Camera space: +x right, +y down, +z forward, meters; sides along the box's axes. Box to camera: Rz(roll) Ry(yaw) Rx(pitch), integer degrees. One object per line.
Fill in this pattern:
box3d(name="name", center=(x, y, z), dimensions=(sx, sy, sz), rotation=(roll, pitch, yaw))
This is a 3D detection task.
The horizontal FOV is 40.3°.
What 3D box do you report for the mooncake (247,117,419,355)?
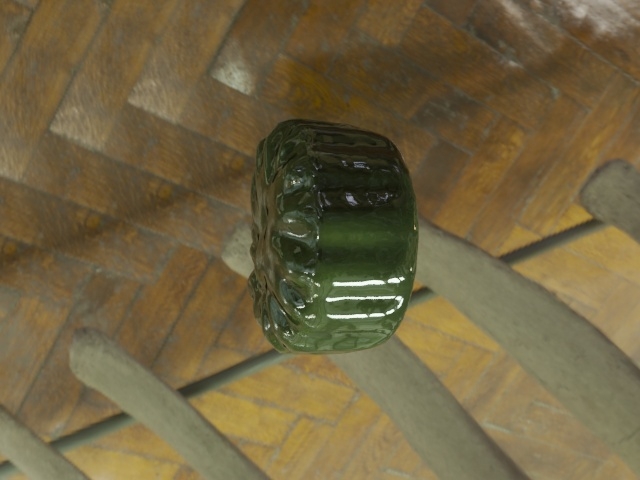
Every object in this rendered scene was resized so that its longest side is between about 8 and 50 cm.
box3d(name="mooncake", center=(0.000, 0.000, 1.265), dimensions=(0.187, 0.351, 0.352), rotation=(2, 116, -21))
